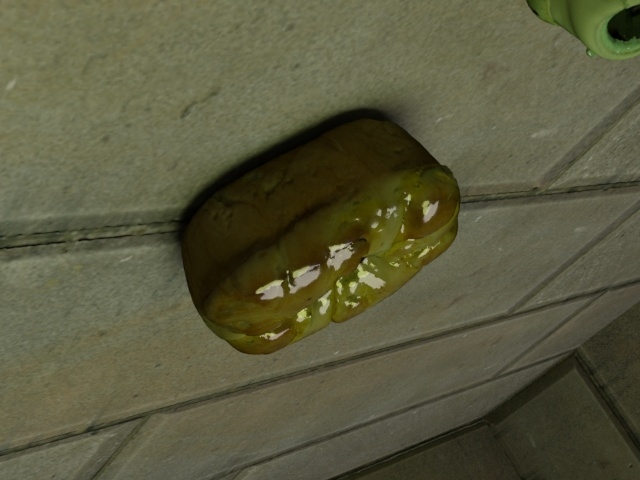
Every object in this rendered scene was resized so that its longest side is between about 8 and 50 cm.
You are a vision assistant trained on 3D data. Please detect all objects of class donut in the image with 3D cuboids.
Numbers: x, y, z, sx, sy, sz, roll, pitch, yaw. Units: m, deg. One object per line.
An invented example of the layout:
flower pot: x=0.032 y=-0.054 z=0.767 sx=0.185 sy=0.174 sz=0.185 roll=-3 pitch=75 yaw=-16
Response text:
donut: x=0.000 y=0.000 z=0.797 sx=0.261 sy=0.128 sz=0.208 roll=-26 pitch=158 yaw=-11

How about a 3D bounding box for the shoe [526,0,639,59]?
shoe: x=0.243 y=-0.242 z=0.627 sx=0.140 sy=0.128 sz=0.262 roll=-37 pitch=164 yaw=-21
